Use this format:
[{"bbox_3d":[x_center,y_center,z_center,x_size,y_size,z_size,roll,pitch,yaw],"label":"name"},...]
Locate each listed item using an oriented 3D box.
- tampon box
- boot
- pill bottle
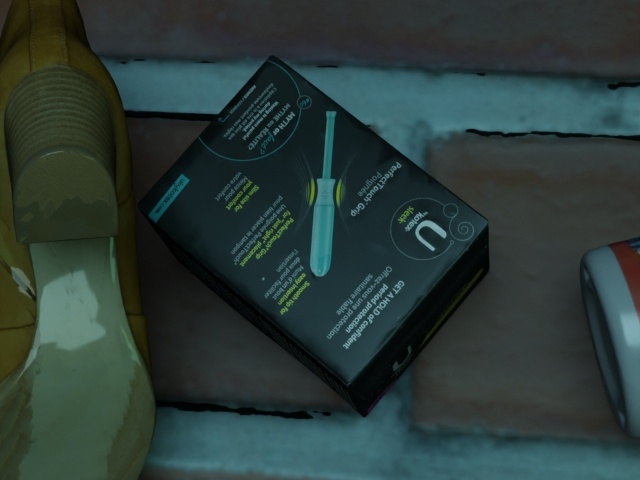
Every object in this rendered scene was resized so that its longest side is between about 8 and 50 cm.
[{"bbox_3d":[0.000,0.000,0.779,0.161,0.101,0.120,39,82,16],"label":"tampon box"},{"bbox_3d":[-0.153,0.013,0.790,0.104,0.295,0.211,1,32,-13],"label":"boot"},{"bbox_3d":[0.247,0.035,0.731,0.193,0.108,0.108,-13,71,3],"label":"pill bottle"}]
